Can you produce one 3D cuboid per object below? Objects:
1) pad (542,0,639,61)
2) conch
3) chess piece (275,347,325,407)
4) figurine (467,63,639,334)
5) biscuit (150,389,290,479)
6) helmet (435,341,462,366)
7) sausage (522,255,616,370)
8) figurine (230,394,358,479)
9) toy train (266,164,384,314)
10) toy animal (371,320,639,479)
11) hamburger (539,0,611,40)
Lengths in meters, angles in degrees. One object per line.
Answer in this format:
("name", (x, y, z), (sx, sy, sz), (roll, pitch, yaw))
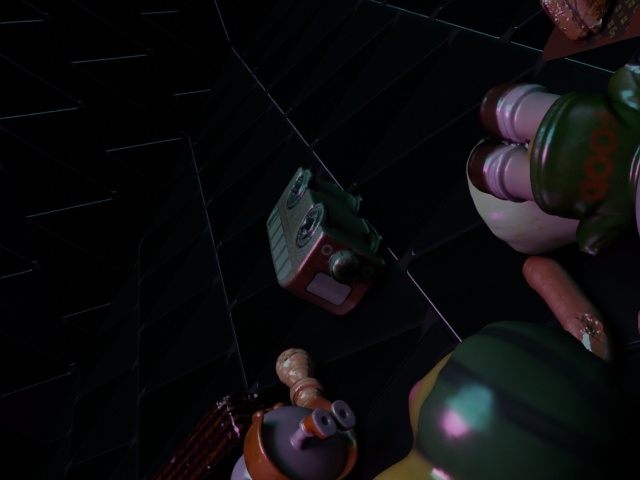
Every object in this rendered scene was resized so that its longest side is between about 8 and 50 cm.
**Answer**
("pad", (0.389, -0.317, 1.067), (0.181, 0.004, 0.267), (-62, 20, -11))
("conch", (0.265, -0.073, 0.849), (0.251, 0.143, 0.137), (-22, 82, 39))
("chess piece", (-0.018, 0.213, 1.184), (0.060, 0.060, 0.172), (-55, 24, 10))
("figurine", (0.268, -0.051, 0.647), (0.370, 0.167, 0.281), (24, 104, 51))
("biscuit", (-0.175, 0.350, 1.222), (0.388, 0.107, 0.073), (-52, 51, 30))
("helmet", (0.160, 0.145, 0.877), (0.065, 0.049, 0.084), (-34, 37, -30))
("sausage", (0.239, 0.065, 0.822), (0.043, 0.043, 0.186), (-52, 21, 18))
("figurine", (-0.050, 0.275, 1.058), (0.271, 0.143, 0.143), (-33, 32, 47))
("toy train", (0.000, 0.000, 1.343), (0.159, 0.129, 0.326), (-58, 20, 17))
("toy animal", (0.126, 0.227, 0.654), (0.191, 0.216, 0.338), (27, 80, 36))
("hamburger", (0.324, -0.345, 1.110), (0.087, 0.102, 0.176), (-29, 32, 31))
